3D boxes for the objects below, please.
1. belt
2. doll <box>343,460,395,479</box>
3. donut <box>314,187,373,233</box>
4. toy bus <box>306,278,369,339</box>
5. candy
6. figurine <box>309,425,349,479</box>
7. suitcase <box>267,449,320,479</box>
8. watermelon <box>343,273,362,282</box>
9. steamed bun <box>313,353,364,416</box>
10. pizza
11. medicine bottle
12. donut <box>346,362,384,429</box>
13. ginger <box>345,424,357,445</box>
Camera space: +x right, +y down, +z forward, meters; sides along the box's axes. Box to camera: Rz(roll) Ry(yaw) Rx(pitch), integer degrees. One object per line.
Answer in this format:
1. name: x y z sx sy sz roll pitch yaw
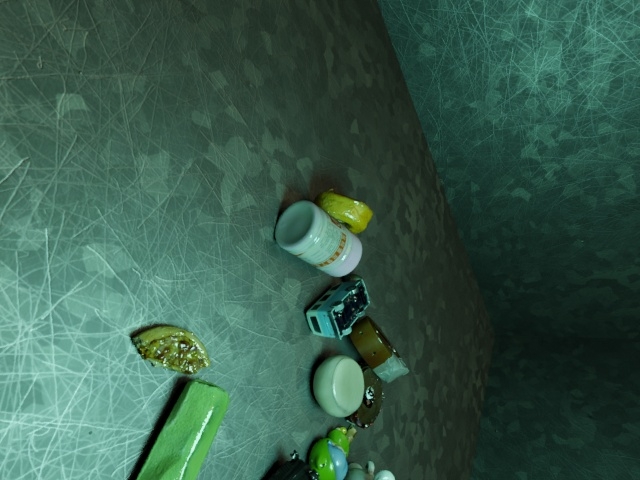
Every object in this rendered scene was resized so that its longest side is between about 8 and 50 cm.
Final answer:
1. belt: 0.258 0.484 1.815 0.338 0.122 0.217 52 7 -24
2. doll: 0.150 1.010 1.505 0.376 0.187 0.365 81 25 -61
3. donut: 0.087 -0.113 1.681 0.254 0.254 0.118 33 65 -46
4. toy bus: 0.071 0.269 1.652 0.271 0.165 0.132 -37 114 -51
5. candy: -0.358 0.539 1.068 0.142 0.132 0.343 107 5 -57
6. figurine: 0.044 0.814 1.555 0.263 0.143 0.162 -23 111 -70
7. suitcase: -0.067 0.889 1.315 0.230 0.152 0.334 -35 114 -25
8. watermelon: 0.148 0.183 1.839 0.092 0.085 0.072 29 50 -71
9. steamed bun: 0.059 0.564 1.599 0.232 0.145 0.231 23 60 -47
10. pizza: -0.389 0.298 1.115 0.246 0.058 0.127 50 48 -33
11. medicine bottle: 0.000 0.000 1.575 0.316 0.202 0.202 32 59 -46
12. donut: 0.179 0.674 1.782 0.270 0.103 0.269 13 73 -50
13. ginger: 0.120 0.832 1.725 0.137 0.044 0.057 -49 140 -44
